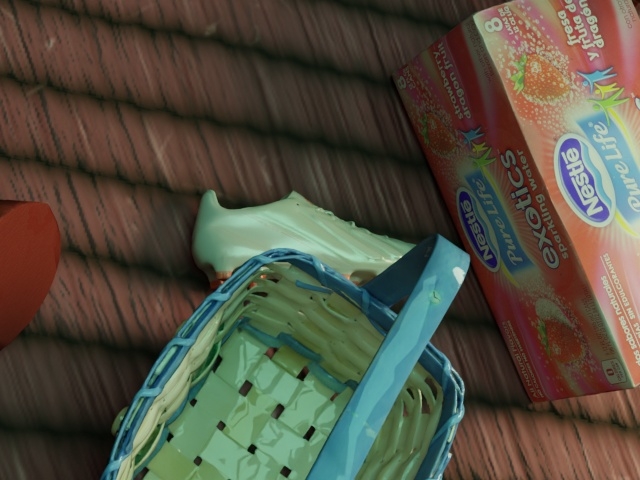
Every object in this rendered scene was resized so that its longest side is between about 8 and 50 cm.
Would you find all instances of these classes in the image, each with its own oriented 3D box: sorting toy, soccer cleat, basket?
[{"bbox_3d":[-0.326,0.096,0.882,0.126,0.127,0.365,29,69,18],"label":"sorting toy"},{"bbox_3d":[0.000,0.000,1.036,0.196,0.068,0.076,4,74,-18],"label":"soccer cleat"},{"bbox_3d":[-0.021,0.133,0.873,0.201,0.289,0.254,37,66,-10],"label":"basket"}]

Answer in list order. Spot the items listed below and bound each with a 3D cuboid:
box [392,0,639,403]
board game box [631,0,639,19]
[{"bbox_3d":[0.197,-0.038,1.076,0.142,0.154,0.299,-22,88,-24],"label":"box"},{"bbox_3d":[0.279,-0.238,1.068,0.193,0.305,0.053,39,69,-9],"label":"board game box"}]
